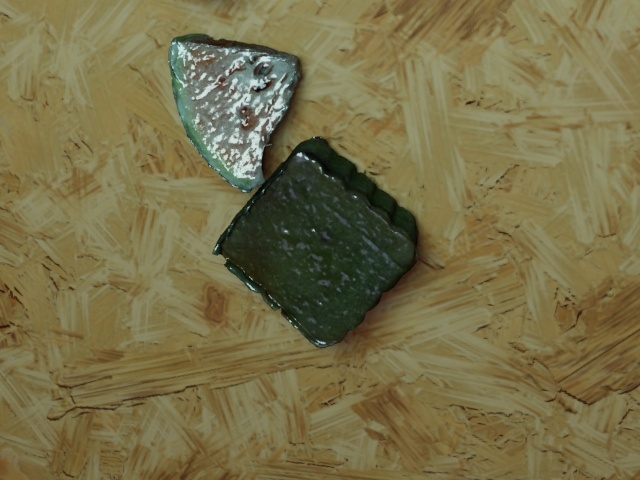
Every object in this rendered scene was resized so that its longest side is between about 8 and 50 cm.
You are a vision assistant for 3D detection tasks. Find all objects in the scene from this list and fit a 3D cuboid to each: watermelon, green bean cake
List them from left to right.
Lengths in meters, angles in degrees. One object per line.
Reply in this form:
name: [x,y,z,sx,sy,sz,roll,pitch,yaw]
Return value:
watermelon: [-0.077,-0.149,1.283,0.139,0.071,0.187,-25,85,8]
green bean cake: [0.000,0.000,1.318,0.181,0.094,0.173,39,115,-4]
